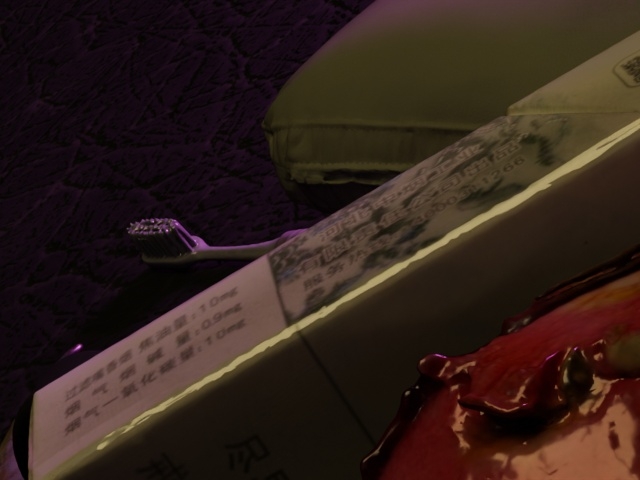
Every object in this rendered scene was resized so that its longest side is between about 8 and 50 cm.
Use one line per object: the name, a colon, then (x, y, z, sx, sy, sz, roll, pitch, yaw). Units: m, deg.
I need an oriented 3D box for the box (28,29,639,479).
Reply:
box: (0.057, 0.059, 0.570, 0.256, 0.164, 0.069, -31, 22, 4)

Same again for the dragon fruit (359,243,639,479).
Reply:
dragon fruit: (0.125, 0.096, 0.464, 0.261, 0.163, 0.189, -38, 51, -13)

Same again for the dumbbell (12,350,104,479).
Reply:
dumbbell: (-0.117, 0.140, 0.716, 0.100, 0.100, 0.191, -13, 31, 39)

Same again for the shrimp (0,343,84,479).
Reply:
shrimp: (-0.095, 0.075, 0.909, 0.195, 0.035, 0.148, -35, 21, -3)

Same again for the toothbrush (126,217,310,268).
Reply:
toothbrush: (0.000, 0.000, 0.936, 0.354, 0.029, 0.024, 0, 49, 51)

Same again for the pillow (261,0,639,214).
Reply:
pillow: (0.144, -0.087, 0.799, 0.255, 0.120, 0.322, -36, 23, -28)
